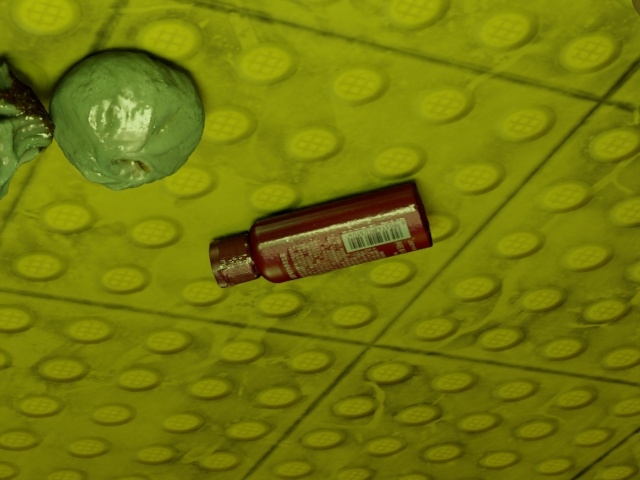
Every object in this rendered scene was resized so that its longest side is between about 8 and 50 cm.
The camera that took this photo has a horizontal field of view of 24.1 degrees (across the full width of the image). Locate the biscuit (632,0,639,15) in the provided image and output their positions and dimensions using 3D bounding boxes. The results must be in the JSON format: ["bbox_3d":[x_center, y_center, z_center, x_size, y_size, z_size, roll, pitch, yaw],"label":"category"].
[{"bbox_3d":[0.407,-0.347,1.723,0.196,0.049,0.301,-11,148,8],"label":"biscuit"}]

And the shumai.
[{"bbox_3d":[-0.402,-0.138,1.814,0.142,0.184,0.184,-14,153,-32],"label":"shumai"}]

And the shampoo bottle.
[{"bbox_3d":[0.000,-0.001,2.129,0.314,0.076,0.118,-14,147,10],"label":"shampoo bottle"}]

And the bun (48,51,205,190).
[{"bbox_3d":[-0.237,-0.139,1.839,0.195,0.118,0.195,-3,144,-2],"label":"bun"}]
